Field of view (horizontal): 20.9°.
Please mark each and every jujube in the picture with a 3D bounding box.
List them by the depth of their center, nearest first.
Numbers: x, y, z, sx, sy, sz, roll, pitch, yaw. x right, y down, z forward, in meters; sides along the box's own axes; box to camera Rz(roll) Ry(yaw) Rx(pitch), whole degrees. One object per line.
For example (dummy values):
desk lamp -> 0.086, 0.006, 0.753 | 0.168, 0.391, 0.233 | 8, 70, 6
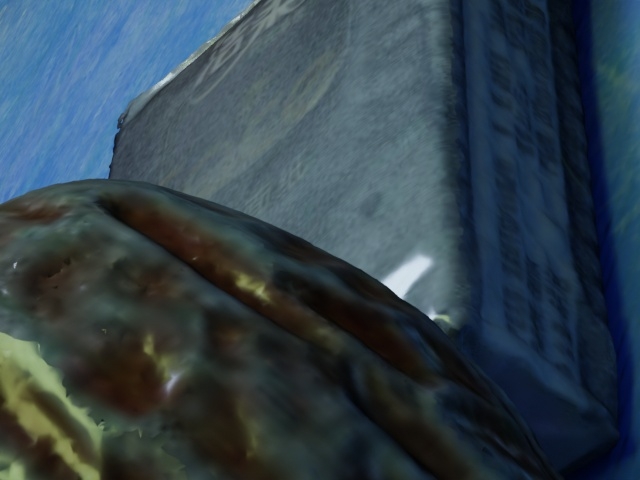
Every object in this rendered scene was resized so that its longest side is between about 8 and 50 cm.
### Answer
jujube -> -0.032, 0.134, 0.580 | 0.215, 0.308, 0.246 | -25, -36, -51

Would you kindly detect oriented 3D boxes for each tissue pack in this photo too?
tissue pack -> 0.000, 0.000, 0.877 | 0.288, 0.124, 0.394 | -37, 30, 30
